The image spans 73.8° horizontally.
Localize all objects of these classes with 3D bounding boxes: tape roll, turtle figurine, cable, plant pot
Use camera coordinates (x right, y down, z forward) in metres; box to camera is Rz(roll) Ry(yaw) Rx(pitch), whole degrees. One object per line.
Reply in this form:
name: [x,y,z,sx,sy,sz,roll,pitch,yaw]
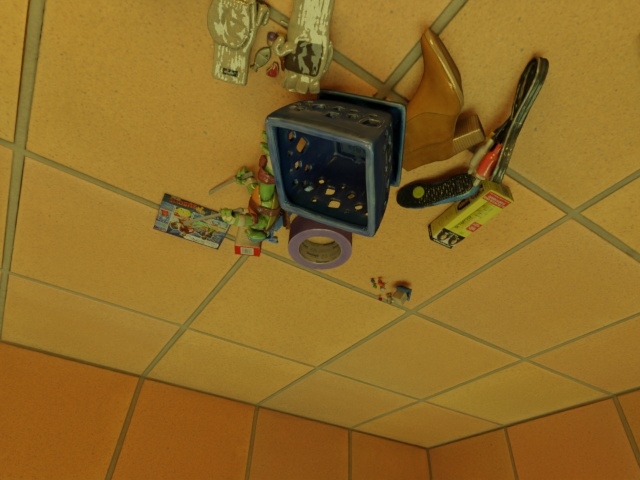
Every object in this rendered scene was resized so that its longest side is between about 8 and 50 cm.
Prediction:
tape roll: [0.000,0.000,1.259,0.189,0.080,0.188,2,141,2]
turtle figurine: [-0.187,-0.130,1.018,0.275,0.198,0.266,33,117,13]
cable: [0.392,-0.238,0.911,0.072,0.139,0.287,12,137,5]
plant pot: [0.050,-0.180,0.895,0.236,0.212,0.235,20,140,24]

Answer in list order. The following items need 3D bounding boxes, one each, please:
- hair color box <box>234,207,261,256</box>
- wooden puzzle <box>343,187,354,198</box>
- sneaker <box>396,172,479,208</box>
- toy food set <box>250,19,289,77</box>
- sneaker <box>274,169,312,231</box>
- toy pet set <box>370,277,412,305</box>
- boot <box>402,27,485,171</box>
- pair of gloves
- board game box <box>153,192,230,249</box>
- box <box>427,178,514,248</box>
hair color box: [-0.196,-0.024,1.195,0.072,0.141,0.043,7,140,-3]
wooden puzzle: [0.082,-0.123,1.163,0.084,0.006,0.049,9,139,-7]
sneaker: [0.305,-0.119,1.109,0.210,0.069,0.082,-12,166,29]
toy food set: [-0.085,-0.376,0.865,0.078,0.019,0.122,24,136,-23]
sneaker: [-0.094,-0.119,1.124,0.091,0.081,0.232,36,124,-11]
toy pet set: [0.250,0.169,1.476,0.114,0.065,0.122,20,149,37]
boot: [0.204,-0.272,0.909,0.211,0.104,0.295,-18,133,29]
pair of gloves: [-0.092,-0.389,0.808,0.241,0.042,0.204,9,131,2]
board game box: [-0.377,-0.051,1.258,0.201,0.035,0.136,20,137,-19]
box: [0.403,-0.070,1.164,0.088,0.058,0.232,23,136,-21]
